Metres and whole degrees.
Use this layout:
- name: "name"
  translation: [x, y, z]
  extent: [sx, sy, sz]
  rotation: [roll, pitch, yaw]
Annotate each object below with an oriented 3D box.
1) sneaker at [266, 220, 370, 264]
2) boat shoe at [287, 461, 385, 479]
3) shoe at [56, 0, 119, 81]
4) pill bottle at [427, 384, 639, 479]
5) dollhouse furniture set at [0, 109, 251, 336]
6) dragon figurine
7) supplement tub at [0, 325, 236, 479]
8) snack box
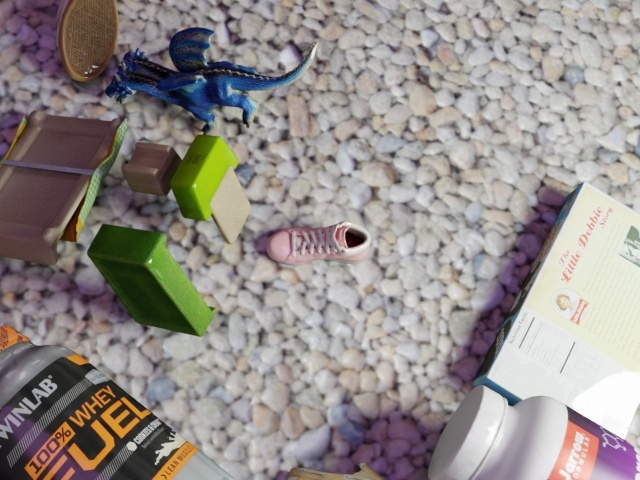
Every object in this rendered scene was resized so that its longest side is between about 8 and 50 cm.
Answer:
- name: "sneaker"
  translation: [0.000, 0.000, 1.100]
  extent: [0.134, 0.070, 0.051]
  rotation: [3, 71, -8]
- name: "boat shoe"
  translation: [0.052, 0.287, 0.993]
  extent: [0.189, 0.068, 0.072]
  rotation: [5, 50, 4]
- name: "shoe"
  translation: [-0.313, -0.309, 1.172]
  extent: [0.076, 0.058, 0.219]
  rotation: [11, 71, -28]
- name: "pill bottle"
  translation: [0.291, 0.298, 0.980]
  extent: [0.322, 0.181, 0.182]
  rotation: [30, 67, 1]
- name: "dollhouse furniture set"
  translation: [-0.256, -0.028, 1.065]
  extent: [0.301, 0.151, 0.198]
  rotation: [9, 58, 24]
- name: "dragon figurine"
  translation: [-0.148, -0.205, 1.081]
  extent: [0.144, 0.289, 0.085]
  rotation: [32, 63, -39]
- name: "supplement tub"
  translation: [-0.252, 0.242, 0.895]
  extent: [0.316, 0.193, 0.194]
  rotation: [36, 68, 4]
- name: "snack box"
  translation: [0.352, 0.098, 1.132]
  extent: [0.187, 0.060, 0.322]
  rotation: [32, 67, 2]
